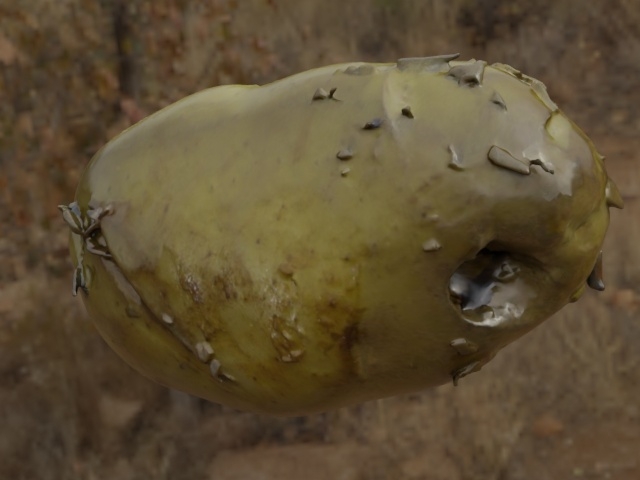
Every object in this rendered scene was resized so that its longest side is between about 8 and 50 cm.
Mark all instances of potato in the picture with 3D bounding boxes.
[{"bbox_3d":[0.000,0.000,0.801,0.300,0.172,0.140,-9,-5,31],"label":"potato"}]
